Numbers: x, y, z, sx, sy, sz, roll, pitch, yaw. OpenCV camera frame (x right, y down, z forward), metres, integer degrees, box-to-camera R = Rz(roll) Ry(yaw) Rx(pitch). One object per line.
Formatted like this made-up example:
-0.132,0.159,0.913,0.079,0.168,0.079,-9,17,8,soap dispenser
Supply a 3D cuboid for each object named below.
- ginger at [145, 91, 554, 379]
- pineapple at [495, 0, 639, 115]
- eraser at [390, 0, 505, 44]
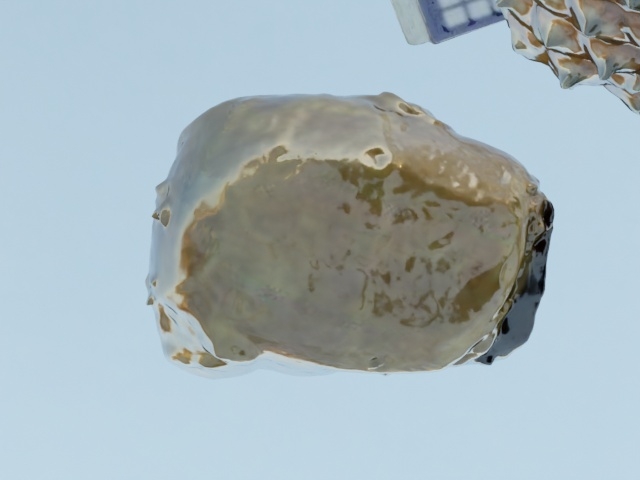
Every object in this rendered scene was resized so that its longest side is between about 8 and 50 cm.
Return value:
0.000,-0.004,1.220,0.223,0.200,0.269,5,-8,-39,ginger
0.169,-0.159,0.666,0.175,0.175,0.361,-5,-11,-7,pineapple
0.160,-0.214,0.972,0.279,0.081,0.124,-18,-46,7,eraser
